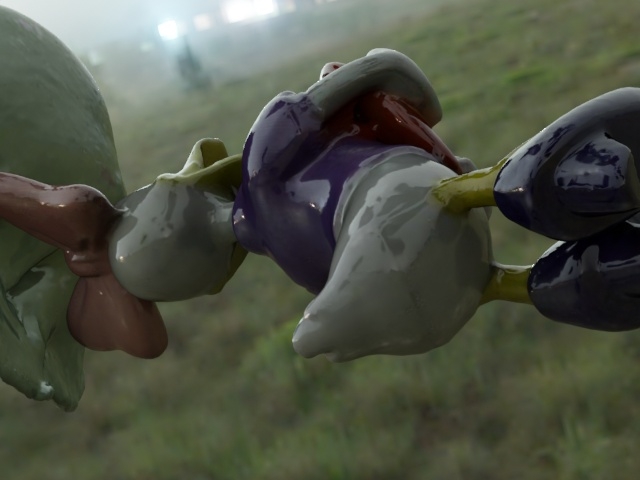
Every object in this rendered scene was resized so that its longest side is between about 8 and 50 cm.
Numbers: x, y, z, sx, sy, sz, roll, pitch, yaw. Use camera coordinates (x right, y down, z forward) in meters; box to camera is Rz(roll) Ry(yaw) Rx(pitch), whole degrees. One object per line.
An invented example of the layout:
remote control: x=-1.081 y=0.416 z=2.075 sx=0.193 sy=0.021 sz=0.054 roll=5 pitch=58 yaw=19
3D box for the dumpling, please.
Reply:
dumpling: x=-0.251 y=-0.018 z=1.304 sx=0.211 sy=0.270 sz=0.320 roll=-10 pitch=-26 yaw=39

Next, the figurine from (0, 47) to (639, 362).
figurine: x=0.006 y=-0.003 z=1.063 sx=0.420 sy=0.154 sz=0.193 roll=5 pitch=44 yaw=40
